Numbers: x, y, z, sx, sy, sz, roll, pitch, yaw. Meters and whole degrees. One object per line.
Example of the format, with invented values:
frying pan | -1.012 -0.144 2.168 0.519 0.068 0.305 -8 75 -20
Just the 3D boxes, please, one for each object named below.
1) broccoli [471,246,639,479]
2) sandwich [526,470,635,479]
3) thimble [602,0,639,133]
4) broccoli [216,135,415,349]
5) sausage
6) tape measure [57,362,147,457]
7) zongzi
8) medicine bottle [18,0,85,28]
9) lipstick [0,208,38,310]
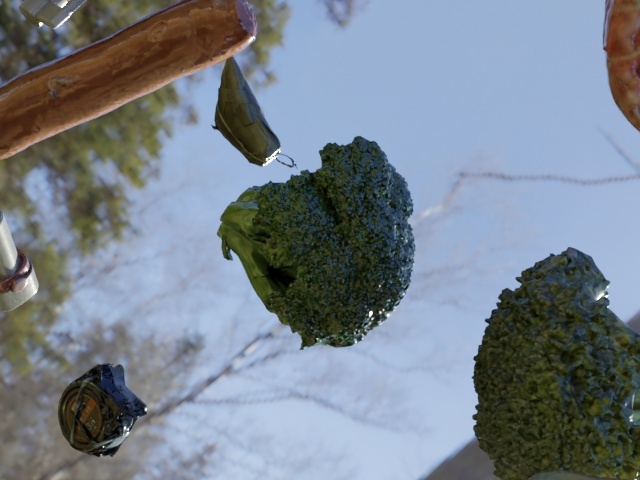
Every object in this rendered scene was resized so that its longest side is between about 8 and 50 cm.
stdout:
broccoli | 0.296 0.179 1.535 0.302 0.249 0.375 38 12 -9
sandwich | 0.178 0.193 0.924 0.105 0.093 0.035 8 -63 23
thimble | 0.352 -0.186 1.137 0.239 0.239 0.162 55 19 -9
broccoli | 0.000 0.000 1.670 0.245 0.265 0.294 23 -26 6
sausage | -0.271 -0.199 1.676 0.094 0.419 0.094 46 27 -54
tape measure | -0.239 0.182 1.476 0.094 0.054 0.091 -47 -114 27
zongzi | -0.088 -0.168 1.886 0.154 0.062 0.130 45 -37 30
medicine bottle | -0.280 -0.350 1.711 0.092 0.220 0.061 29 -18 41
lipstick | -0.385 0.007 1.628 0.057 0.063 0.186 37 -27 27
